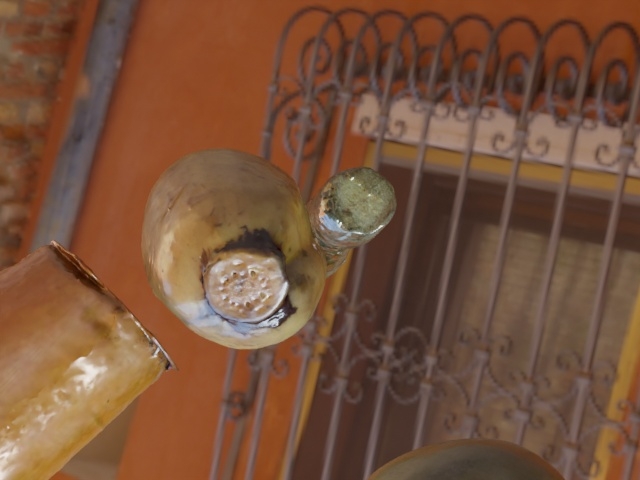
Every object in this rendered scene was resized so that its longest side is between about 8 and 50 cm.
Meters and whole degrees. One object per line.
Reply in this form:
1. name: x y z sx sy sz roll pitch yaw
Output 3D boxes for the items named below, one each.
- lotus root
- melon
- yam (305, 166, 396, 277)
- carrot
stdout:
1. lotus root: -0.059 0.002 0.739 0.118 0.125 0.221 -6 -167 -9
2. melon: 0.146 0.341 1.191 0.308 0.272 0.272 -22 -169 -17
3. yam: 0.000 0.000 0.930 0.061 0.061 0.253 13 163 -12
4. carrot: -0.258 0.114 0.828 0.196 0.254 0.196 46 170 10
